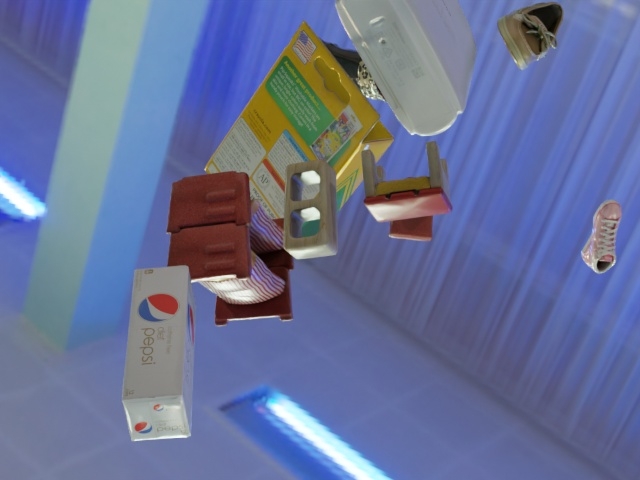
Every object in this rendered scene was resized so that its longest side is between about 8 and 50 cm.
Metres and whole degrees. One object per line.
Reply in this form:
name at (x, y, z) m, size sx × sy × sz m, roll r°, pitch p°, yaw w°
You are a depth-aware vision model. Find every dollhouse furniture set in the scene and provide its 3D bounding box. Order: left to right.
dollhouse furniture set at (0.000, 0.000, 1.617) m, size 0.374 × 0.152 × 0.201 m, roll -7°, pitch 159°, yaw 17°

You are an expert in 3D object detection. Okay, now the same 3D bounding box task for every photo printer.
photo printer at (0.140, -0.329, 1.845) m, size 0.256 × 0.107 × 0.307 m, roll 58°, pitch -155°, yaw -21°

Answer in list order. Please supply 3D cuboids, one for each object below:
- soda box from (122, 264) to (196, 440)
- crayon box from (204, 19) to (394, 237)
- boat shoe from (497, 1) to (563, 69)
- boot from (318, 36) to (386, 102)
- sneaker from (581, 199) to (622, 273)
soda box at (-0.184, 0.127, 1.416) m, size 0.069 × 0.073 × 0.216 m, roll -5°, pitch -140°, yaw 0°
crayon box at (-0.025, -0.147, 1.845) m, size 0.083 × 0.323 × 0.203 m, roll -12°, pitch -122°, yaw -46°
boat shoe at (0.405, -0.405, 2.330) m, size 0.104 × 0.089 × 0.285 m, roll 59°, pitch -155°, yaw -15°
boot at (0.060, -0.261, 2.082) m, size 0.179 × 0.085 × 0.236 m, roll 20°, pitch 165°, yaw 30°
sneaker at (0.511, -0.002, 2.174) m, size 0.051 × 0.134 × 0.070 m, roll 7°, pitch -150°, yaw -15°
